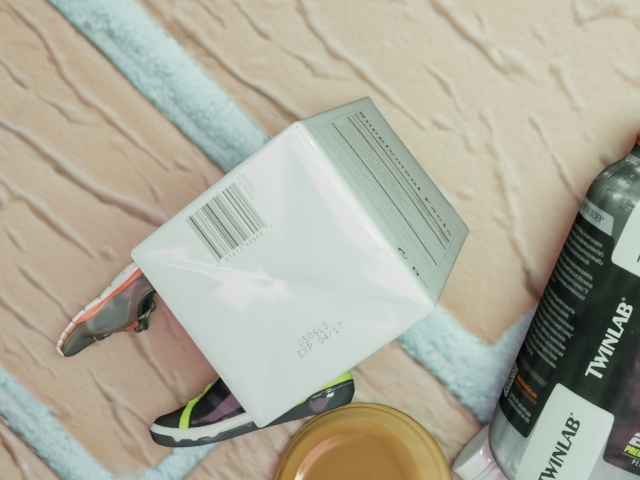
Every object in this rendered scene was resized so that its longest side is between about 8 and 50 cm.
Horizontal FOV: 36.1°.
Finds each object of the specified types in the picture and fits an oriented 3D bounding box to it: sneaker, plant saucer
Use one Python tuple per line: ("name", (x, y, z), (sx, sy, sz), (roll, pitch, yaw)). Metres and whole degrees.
("sneaker", (-0.221, 0.084, 1.058), (0.158, 0.061, 0.065), (-43, 96, 18))
("sneaker", (-0.074, 0.151, 1.035), (0.234, 0.084, 0.097), (-17, 82, 11))
("plant saucer", (0.035, 0.261, 0.992), (0.199, 0.037, 0.200), (-8, 68, 21))

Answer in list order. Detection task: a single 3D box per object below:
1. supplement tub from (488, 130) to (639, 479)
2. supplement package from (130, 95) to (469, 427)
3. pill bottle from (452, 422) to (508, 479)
("supplement tub", (0.296, 0.074, 0.853), (0.207, 0.207, 0.338), (21, 106, 9))
("supplement package", (0.000, 0.000, 0.863), (0.177, 0.293, 0.175), (-36, 92, 17))
("pill bottle", (0.211, 0.258, 0.973), (0.160, 0.087, 0.087), (43, 107, 3))
